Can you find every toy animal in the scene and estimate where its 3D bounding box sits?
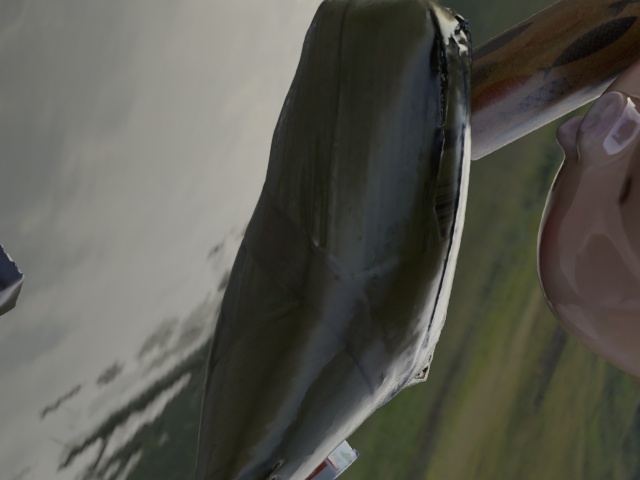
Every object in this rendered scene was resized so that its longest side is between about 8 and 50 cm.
[{"bbox_3d":[0.257,0.033,0.707,0.237,0.326,0.269,-55,-161,-18],"label":"toy animal"}]

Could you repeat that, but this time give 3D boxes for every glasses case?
[{"bbox_3d":[0.151,-0.112,0.765,0.169,0.065,0.041,-27,-151,27],"label":"glasses case"}]

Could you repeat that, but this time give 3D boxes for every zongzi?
[{"bbox_3d":[0.000,0.000,0.659,0.289,0.122,0.260,-36,136,-64],"label":"zongzi"}]

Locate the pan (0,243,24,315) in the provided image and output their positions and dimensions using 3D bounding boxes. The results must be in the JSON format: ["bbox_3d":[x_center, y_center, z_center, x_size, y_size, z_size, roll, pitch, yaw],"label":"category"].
[{"bbox_3d":[-0.349,0.003,1.010,0.048,0.202,0.128,-57,180,-41],"label":"pan"}]

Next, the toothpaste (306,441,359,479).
[{"bbox_3d":[-0.047,0.215,0.990,0.196,0.047,0.040,-45,171,35],"label":"toothpaste"}]
